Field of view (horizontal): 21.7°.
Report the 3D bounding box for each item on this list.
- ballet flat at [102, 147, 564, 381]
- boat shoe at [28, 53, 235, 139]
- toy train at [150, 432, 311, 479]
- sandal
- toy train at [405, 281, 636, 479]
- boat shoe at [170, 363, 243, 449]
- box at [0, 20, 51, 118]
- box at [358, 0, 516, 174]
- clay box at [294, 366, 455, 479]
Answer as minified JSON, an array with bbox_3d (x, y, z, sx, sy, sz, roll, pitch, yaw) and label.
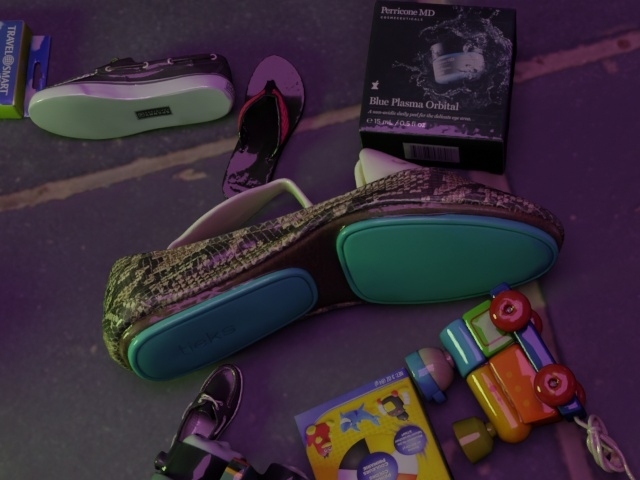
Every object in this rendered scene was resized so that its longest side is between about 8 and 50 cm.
[{"bbox_3d":[0.000,0.000,1.732,0.482,0.164,0.182,-16,50,2],"label":"ballet flat"},{"bbox_3d":[-0.208,-0.170,1.846,0.228,0.080,0.076,-8,53,7],"label":"boat shoe"},{"bbox_3d":[-0.137,0.350,1.621,0.190,0.142,0.334,24,77,19],"label":"toy train"},{"bbox_3d":[-0.062,-0.123,1.828,0.067,0.040,0.179,13,73,11],"label":"sandal"},{"bbox_3d":[0.198,0.180,1.669,0.143,0.105,0.248,-32,71,6],"label":"toy train"},{"bbox_3d":[-0.119,0.182,1.731,0.046,0.038,0.125,27,76,14],"label":"boat shoe"},{"bbox_3d":[-0.401,-0.193,1.890,0.178,0.042,0.109,0,72,7],"label":"box"},{"bbox_3d":[0.128,-0.166,1.795,0.156,0.093,0.158,5,71,8],"label":"box"},{"bbox_3d":[0.068,0.247,1.644,0.127,0.053,0.222,-25,52,4],"label":"clay box"}]
